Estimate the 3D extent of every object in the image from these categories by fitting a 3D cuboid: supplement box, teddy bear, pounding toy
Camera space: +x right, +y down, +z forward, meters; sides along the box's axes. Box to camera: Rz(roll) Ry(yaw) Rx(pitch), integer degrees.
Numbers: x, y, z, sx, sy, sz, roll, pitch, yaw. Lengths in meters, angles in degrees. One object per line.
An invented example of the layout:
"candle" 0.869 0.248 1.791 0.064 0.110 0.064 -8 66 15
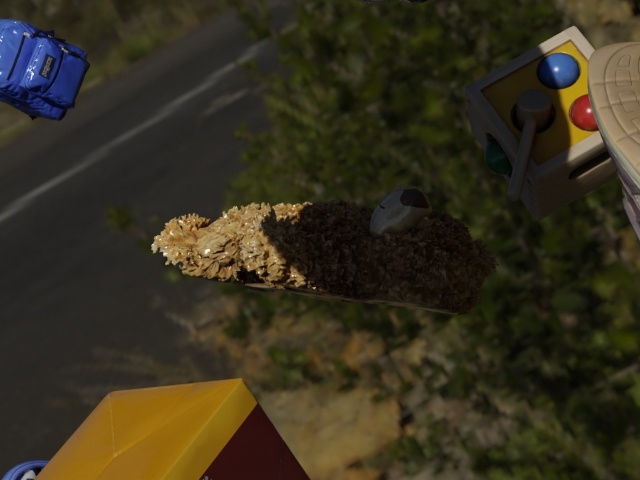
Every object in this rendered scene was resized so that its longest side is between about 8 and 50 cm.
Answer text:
"supplement box" -0.089 0.220 0.928 0.129 0.194 0.191 -11 30 43
"teddy bear" 0.000 0.000 1.474 0.245 0.113 0.338 10 -5 -36
"pounding toy" 0.186 -0.090 1.267 0.141 0.130 0.100 -29 -29 -6

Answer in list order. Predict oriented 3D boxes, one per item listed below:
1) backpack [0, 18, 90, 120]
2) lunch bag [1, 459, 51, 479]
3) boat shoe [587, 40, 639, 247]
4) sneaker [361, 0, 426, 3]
"backpack" -0.332 -0.202 1.748 0.101 0.120 0.098 3 72 49
"lunch bag" -0.132 0.284 1.191 0.303 0.243 0.115 13 -44 -34
"boat shoe" 0.232 -0.018 0.938 0.103 0.092 0.285 -9 42 -13
"sneaker" 0.060 -0.220 1.135 0.081 0.080 0.211 0 13 22
